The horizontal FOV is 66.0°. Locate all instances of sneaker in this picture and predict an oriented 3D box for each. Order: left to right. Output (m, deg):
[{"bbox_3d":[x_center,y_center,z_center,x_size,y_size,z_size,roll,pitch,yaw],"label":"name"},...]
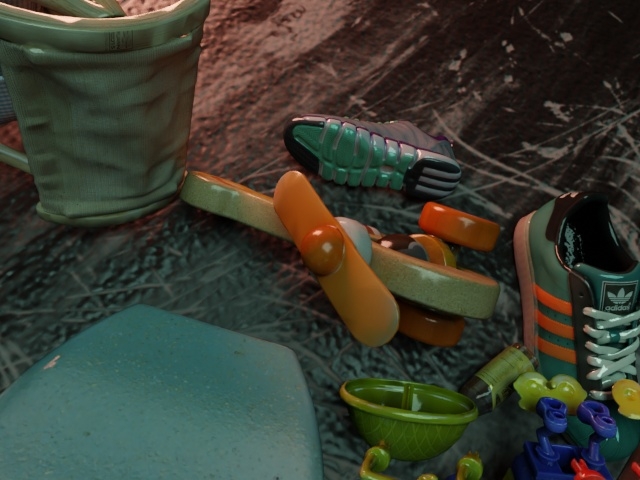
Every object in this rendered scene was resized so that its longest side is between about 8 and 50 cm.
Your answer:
[{"bbox_3d":[0.066,-0.120,0.628,0.224,0.083,0.098,17,45,-5],"label":"sneaker"},{"bbox_3d":[0.300,0.087,0.550,0.108,0.121,0.301,-3,71,-10],"label":"sneaker"}]

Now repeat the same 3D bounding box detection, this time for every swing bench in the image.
[{"bbox_3d":[-0.257,-0.159,0.467,0.255,0.253,0.165,39,54,7],"label":"swing bench"}]

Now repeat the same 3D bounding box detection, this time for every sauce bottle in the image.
[{"bbox_3d":[0.184,0.165,0.547,0.128,0.042,0.042,-35,78,-14],"label":"sauce bottle"}]

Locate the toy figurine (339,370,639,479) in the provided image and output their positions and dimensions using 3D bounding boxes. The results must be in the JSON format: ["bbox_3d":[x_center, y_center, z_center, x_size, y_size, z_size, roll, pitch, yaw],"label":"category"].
[{"bbox_3d":[0.191,0.259,0.439,0.363,0.191,0.217,4,105,1],"label":"toy figurine"}]

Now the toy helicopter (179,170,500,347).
[{"bbox_3d":[0.000,0.000,0.498,0.355,0.235,0.140,21,100,18],"label":"toy helicopter"}]

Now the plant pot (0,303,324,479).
[{"bbox_3d":[-0.126,0.202,0.386,0.248,0.247,0.252,18,50,-2],"label":"plant pot"}]

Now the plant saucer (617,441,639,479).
[{"bbox_3d":[0.461,0.317,0.531,0.258,0.047,0.259,44,70,8],"label":"plant saucer"}]
